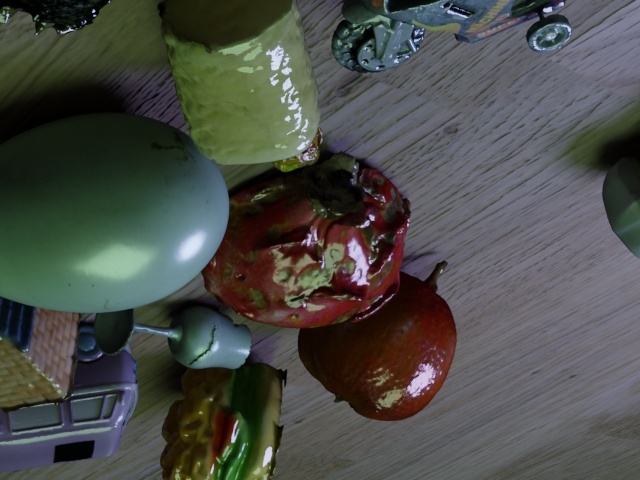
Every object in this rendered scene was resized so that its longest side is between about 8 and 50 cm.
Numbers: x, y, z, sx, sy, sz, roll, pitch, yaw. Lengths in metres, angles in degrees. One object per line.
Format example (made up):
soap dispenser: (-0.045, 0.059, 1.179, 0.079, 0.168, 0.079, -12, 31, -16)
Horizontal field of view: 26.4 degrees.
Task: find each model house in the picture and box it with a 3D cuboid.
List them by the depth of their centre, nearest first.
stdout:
model house: (-0.365, 0.073, 1.415, 0.182, 0.167, 0.172, -13, 144, 17)

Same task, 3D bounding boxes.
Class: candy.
candy: (-0.048, -0.133, 1.290, 0.060, 0.060, 0.201, -19, 146, 7)

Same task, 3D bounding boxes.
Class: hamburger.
hamburger: (-0.140, 0.268, 1.842, 0.148, 0.237, 0.237, 10, 149, -9)

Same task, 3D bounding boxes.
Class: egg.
egg: (-0.216, -0.024, 1.251, 0.264, 0.183, 0.183, -6, 153, -4)

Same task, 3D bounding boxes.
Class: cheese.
cheese: (-0.067, -0.144, 1.165, 0.123, 0.094, 0.167, -13, 144, -1)

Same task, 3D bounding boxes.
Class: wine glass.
wine glass: (-0.176, 0.114, 1.662, 0.195, 0.079, 0.079, 14, 142, -45)

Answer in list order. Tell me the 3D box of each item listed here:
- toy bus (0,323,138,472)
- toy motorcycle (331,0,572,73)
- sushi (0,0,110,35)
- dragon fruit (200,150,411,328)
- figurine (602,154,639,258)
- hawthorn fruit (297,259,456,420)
toy bus: (-0.325, 0.197, 1.673, 0.202, 0.142, 0.142, -7, 153, -16)
toy motorcycle: (0.137, -0.233, 1.118, 0.307, 0.108, 0.173, -23, 148, 12)
sushi: (-0.214, -0.206, 0.933, 0.212, 0.147, 0.115, 7, 146, -44)
dragon fruit: (0.000, 0.000, 1.472, 0.262, 0.134, 0.211, -7, 150, -16)
figurine: (0.436, -0.078, 1.555, 0.176, 0.133, 0.236, -4, 149, -47)
hawthorn fruit: (0.090, 0.115, 1.723, 0.225, 0.196, 0.196, -51, 147, 3)
